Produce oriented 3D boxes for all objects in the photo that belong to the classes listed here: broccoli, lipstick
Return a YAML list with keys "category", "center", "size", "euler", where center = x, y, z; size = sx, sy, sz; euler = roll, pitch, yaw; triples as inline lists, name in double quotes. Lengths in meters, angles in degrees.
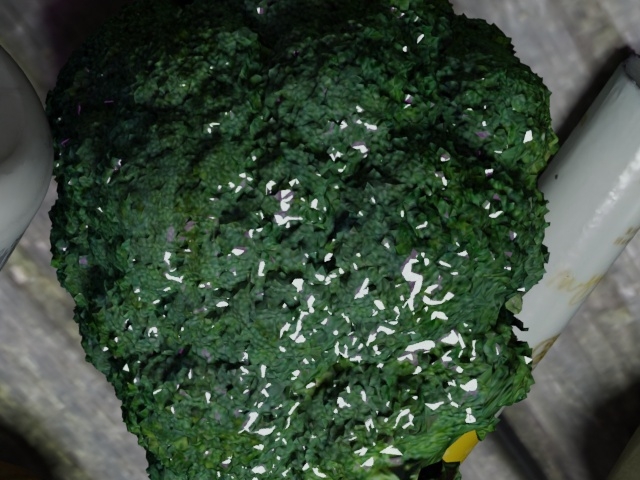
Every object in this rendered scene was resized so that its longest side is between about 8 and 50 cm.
- category: "broccoli"
  center: [0.000, 0.000, 0.723]
  size: [0.270, 0.270, 0.270]
  euler: [-48, 152, 23]
- category: "lipstick"
  center: [0.109, 0.024, 0.848]
  size: [0.059, 0.059, 0.264]
  euler: [19, 121, -23]

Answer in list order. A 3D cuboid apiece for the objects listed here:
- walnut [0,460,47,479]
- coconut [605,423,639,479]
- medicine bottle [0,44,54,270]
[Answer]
- category: "walnut"
  center: [-0.207, 0.204, 0.845]
  size: [0.213, 0.213, 0.213]
  euler: [-5, 127, -7]
- category: "coconut"
  center: [0.248, 0.174, 0.902]
  size: [0.222, 0.202, 0.202]
  euler: [10, 124, -20]
- category: "medicine bottle"
  center: [-0.239, 0.033, 0.690]
  size: [0.157, 0.157, 0.288]
  euler: [21, 126, -24]
